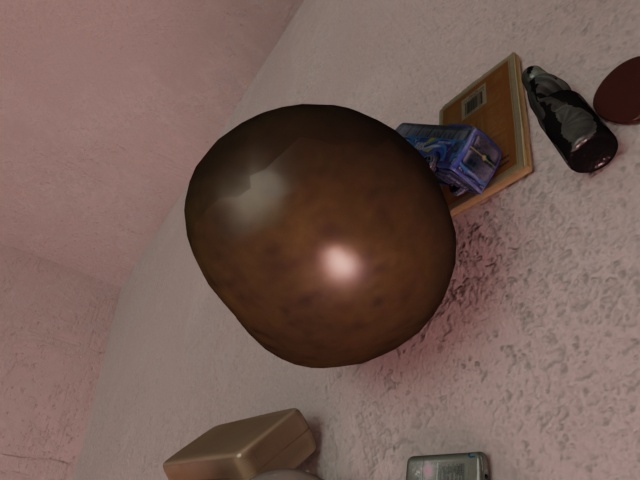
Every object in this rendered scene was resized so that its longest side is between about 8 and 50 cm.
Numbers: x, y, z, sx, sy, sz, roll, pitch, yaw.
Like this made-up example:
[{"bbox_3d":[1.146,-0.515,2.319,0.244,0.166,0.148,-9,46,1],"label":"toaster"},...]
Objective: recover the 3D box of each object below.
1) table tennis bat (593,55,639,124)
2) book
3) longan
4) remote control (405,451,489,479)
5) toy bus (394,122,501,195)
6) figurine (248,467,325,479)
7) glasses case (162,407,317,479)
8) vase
[{"bbox_3d":[0.378,-0.167,0.608,0.087,0.013,0.156,-54,26,14],"label":"table tennis bat"},{"bbox_3d":[0.249,-0.164,0.836,0.170,0.018,0.241,-35,38,48],"label":"book"},{"bbox_3d":[0.000,0.000,0.751,0.404,0.404,0.336,-30,35,49],"label":"longan"},{"bbox_3d":[0.146,0.278,0.626,0.124,0.018,0.053,-33,41,48],"label":"remote control"},{"bbox_3d":[0.177,-0.135,0.833,0.094,0.079,0.236,-62,24,2],"label":"toy bus"},{"bbox_3d":[-0.079,0.467,0.747,0.394,0.227,0.274,-63,-7,27],"label":"figurine"},{"bbox_3d":[-0.153,0.382,0.943,0.144,0.076,0.336,-27,-3,-41],"label":"glasses case"},{"bbox_3d":[0.306,-0.170,0.686,0.060,0.060,0.211,-47,31,31],"label":"vase"}]
